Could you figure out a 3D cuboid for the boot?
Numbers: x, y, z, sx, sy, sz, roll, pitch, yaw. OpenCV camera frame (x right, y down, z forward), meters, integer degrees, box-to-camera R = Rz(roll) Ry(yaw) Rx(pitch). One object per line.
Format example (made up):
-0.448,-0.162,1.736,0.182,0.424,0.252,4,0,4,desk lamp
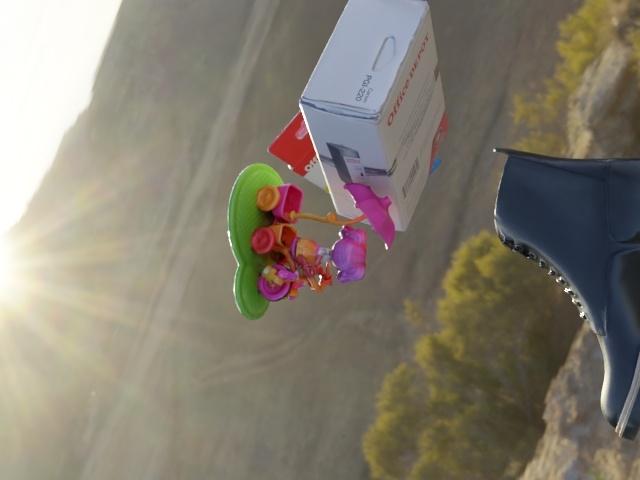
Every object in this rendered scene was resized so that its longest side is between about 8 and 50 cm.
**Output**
0.182,0.031,0.720,0.077,0.137,0.197,-23,-59,-62,boot

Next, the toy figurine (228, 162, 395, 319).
0.000,0.000,1.073,0.159,0.130,0.173,-1,73,28,toy figurine

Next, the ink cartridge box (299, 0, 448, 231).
0.065,-0.135,1.105,0.218,0.092,0.158,71,-142,-58,ink cartridge box

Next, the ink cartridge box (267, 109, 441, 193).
0.040,-0.135,1.438,0.134,0.231,0.078,-47,36,17,ink cartridge box
